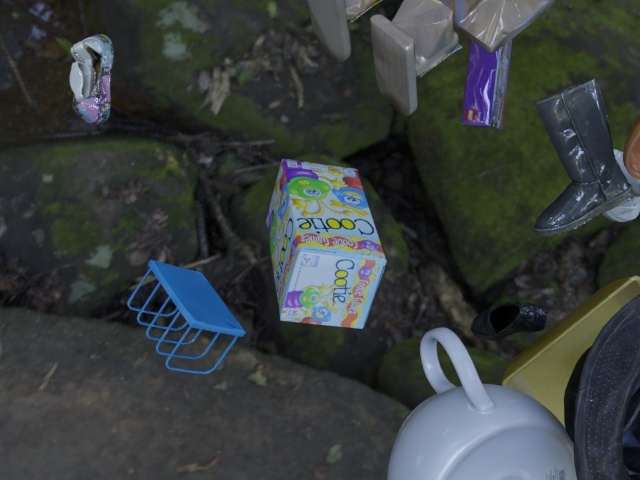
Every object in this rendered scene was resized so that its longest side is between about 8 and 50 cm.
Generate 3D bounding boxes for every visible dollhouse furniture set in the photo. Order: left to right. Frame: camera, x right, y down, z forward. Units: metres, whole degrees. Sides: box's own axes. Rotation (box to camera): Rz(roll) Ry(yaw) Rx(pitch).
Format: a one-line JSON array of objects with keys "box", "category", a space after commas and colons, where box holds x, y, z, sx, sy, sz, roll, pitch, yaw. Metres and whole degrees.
[{"box": [0.136, -0.379, 1.196, 0.362, 0.256, 0.394, -39, 63, -12], "category": "dollhouse furniture set"}]

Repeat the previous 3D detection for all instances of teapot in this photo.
[{"box": [0.180, 0.275, 1.072, 0.252, 0.187, 0.256, 32, 93, -28], "category": "teapot"}]

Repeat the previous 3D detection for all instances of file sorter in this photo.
[{"box": [-0.234, 0.133, 1.458, 0.118, 0.104, 0.170, 18, 22, -47], "category": "file sorter"}]

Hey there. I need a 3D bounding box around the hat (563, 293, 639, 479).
[{"box": [0.371, 0.195, 0.964, 0.331, 0.134, 0.331, 0, 91, -27], "category": "hat"}]

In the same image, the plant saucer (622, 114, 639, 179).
[{"box": [0.553, -0.175, 1.319, 0.200, 0.200, 0.037, 4, 45, -35], "category": "plant saucer"}]

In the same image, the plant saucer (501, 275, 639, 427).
[{"box": [0.539, 0.254, 1.708, 0.333, 0.333, 0.081, 50, 1, -33], "category": "plant saucer"}]

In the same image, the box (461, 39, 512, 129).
[{"box": [0.318, -0.355, 1.592, 0.201, 0.057, 0.293, -14, 110, -71], "category": "box"}]

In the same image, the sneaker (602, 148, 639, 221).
[{"box": [0.734, -0.113, 1.992, 0.292, 0.169, 0.108, 38, 75, -46], "category": "sneaker"}]

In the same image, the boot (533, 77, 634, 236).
[{"box": [0.396, -0.132, 1.380, 0.190, 0.076, 0.208, -29, 107, -4], "category": "boot"}]

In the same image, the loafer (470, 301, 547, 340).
[{"box": [0.382, 0.165, 1.799, 0.078, 0.223, 0.076, 19, 71, -21], "category": "loafer"}]

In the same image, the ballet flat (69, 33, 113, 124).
[{"box": [-0.424, -0.313, 1.569, 0.079, 0.077, 0.221, 43, 33, -52], "category": "ballet flat"}]

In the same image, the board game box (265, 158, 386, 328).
[{"box": [0.000, 0.000, 1.435, 0.142, 0.144, 0.275, 7, 34, -15], "category": "board game box"}]
